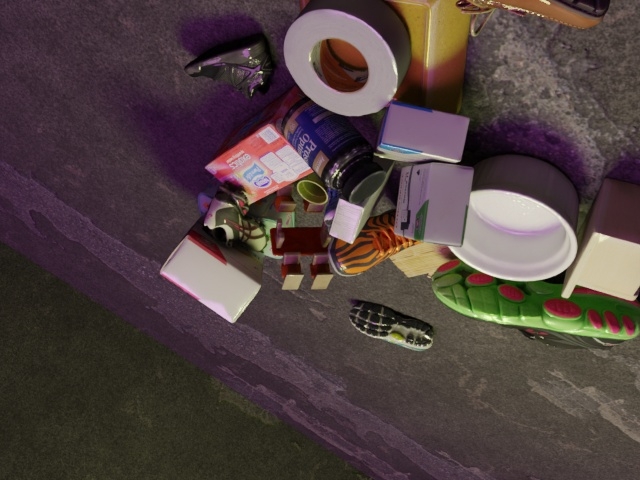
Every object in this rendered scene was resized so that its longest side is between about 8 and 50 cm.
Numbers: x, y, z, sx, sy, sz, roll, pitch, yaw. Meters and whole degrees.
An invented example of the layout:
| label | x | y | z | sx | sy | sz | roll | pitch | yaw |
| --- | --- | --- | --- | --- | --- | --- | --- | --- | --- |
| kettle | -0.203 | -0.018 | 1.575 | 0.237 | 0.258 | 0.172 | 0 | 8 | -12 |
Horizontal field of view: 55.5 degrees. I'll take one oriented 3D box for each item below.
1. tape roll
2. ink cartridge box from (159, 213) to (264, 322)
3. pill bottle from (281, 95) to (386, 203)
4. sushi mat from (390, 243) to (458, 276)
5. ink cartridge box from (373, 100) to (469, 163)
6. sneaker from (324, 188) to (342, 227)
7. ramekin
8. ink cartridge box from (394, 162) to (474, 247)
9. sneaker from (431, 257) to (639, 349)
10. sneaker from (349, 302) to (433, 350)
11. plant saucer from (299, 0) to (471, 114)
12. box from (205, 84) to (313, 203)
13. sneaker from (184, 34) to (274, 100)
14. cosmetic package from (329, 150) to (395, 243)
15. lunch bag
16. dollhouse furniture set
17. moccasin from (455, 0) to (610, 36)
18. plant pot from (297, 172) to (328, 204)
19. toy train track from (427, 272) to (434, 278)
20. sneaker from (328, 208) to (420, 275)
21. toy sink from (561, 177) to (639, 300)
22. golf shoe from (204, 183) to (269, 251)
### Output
| label | x | y | z | sx | sy | sz | roll | pitch | yaw |
| --- | --- | --- | --- | --- | --- | --- | --- | --- | --- |
| tape roll | 0.047 | -0.330 | 1.084 | 0.219 | 0.072 | 0.219 | 20 | 145 | 14 |
| ink cartridge box | -0.273 | 0.062 | 1.608 | 0.226 | 0.131 | 0.306 | 35 | -170 | -11 |
| pill bottle | 0.029 | -0.182 | 1.223 | 0.219 | 0.123 | 0.122 | 51 | 153 | 21 |
| sushi mat | 0.303 | 0.018 | 1.555 | 0.317 | 0.019 | 0.151 | -15 | 126 | 45 |
| ink cartridge box | 0.187 | -0.199 | 1.176 | 0.148 | 0.085 | 0.203 | 11 | -176 | 0 |
| sneaker | 0.042 | -0.096 | 1.445 | 0.080 | 0.211 | 0.081 | -33 | 100 | 24 |
| ramekin | 0.405 | -0.051 | 1.287 | 0.278 | 0.135 | 0.277 | 19 | 146 | 14 |
| ink cartridge box | 0.219 | -0.073 | 1.213 | 0.087 | 0.152 | 0.208 | 6 | -177 | -8 |
| sneaker | 0.500 | 0.174 | 1.466 | 0.484 | 0.185 | 0.202 | 15 | 145 | 14 |
| sneaker | 0.218 | 0.287 | 1.928 | 0.276 | 0.107 | 0.110 | 22 | 156 | 10 |
| plant saucer | 0.100 | -0.370 | 1.129 | 0.333 | 0.080 | 0.332 | 16 | 145 | 18 |
| box | -0.119 | -0.216 | 1.444 | 0.154 | 0.142 | 0.300 | 42 | 146 | -20 |
| sneaker | -0.197 | -0.366 | 1.348 | 0.228 | 0.087 | 0.130 | -2 | 130 | 31 |
| cosmetic package | 0.094 | -0.101 | 1.337 | 0.061 | 0.239 | 0.098 | 25 | 128 | 9 |
| lunch bag | -0.213 | -0.065 | 1.756 | 0.279 | 0.107 | 0.224 | 21 | 149 | 13 |
| dollhouse furniture set | 0.000 | 0.000 | 1.575 | 0.260 | 0.261 | 0.135 | -1 | 152 | -13 |
| moccasin | 0.243 | -0.404 | 0.911 | 0.381 | 0.139 | 0.147 | 15 | 164 | -2 |
| plant pot | -0.004 | -0.146 | 1.512 | 0.083 | 0.079 | 0.083 | 21 | 147 | 14 |
| toy train track | 0.306 | 0.082 | 1.655 | 0.048 | 0.014 | 0.083 | 24 | 147 | 6 |
| sneaker | 0.168 | -0.021 | 1.373 | 0.180 | 0.321 | 0.124 | -15 | 101 | 47 |
| toy sink | 0.593 | 0.018 | 1.226 | 0.131 | 0.152 | 0.234 | 18 | 145 | 16 |
| golf shoe | -0.224 | -0.031 | 1.569 | 0.105 | 0.120 | 0.272 | 23 | 159 | 27 |
